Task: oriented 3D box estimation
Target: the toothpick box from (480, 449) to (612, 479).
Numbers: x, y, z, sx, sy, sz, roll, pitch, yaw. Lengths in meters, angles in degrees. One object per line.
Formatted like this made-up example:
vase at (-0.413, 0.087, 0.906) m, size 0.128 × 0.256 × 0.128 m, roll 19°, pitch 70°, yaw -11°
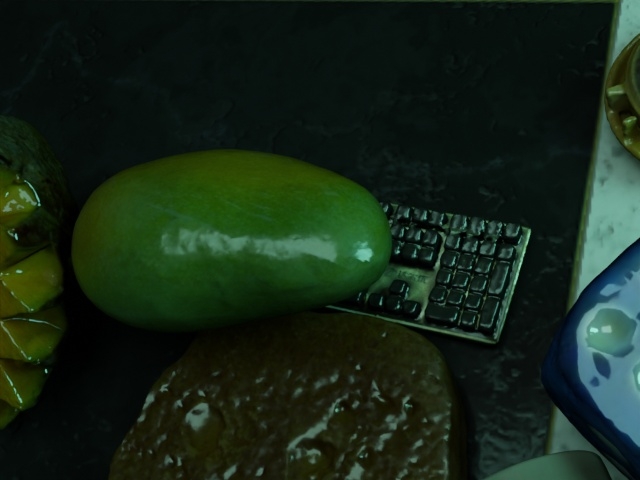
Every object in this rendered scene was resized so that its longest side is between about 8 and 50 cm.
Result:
toothpick box at (0.151, 0.226, 0.696) m, size 0.111 × 0.111 × 0.181 m, roll -24°, pitch 60°, yaw 7°

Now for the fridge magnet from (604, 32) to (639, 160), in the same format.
fridge magnet at (0.276, -0.111, 0.852) m, size 0.143 × 0.063 × 0.143 m, roll -10°, pitch 60°, yaw 18°

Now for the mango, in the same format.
mango at (-0.065, -0.005, 0.844) m, size 0.251 × 0.114 × 0.156 m, roll -7°, pitch 22°, yaw 27°

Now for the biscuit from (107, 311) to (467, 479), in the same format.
biscuit at (-0.026, 0.173, 0.824) m, size 0.257 × 0.049 × 0.273 m, roll 15°, pitch 67°, yaw 28°

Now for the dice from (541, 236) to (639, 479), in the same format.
dice at (0.229, 0.084, 0.727) m, size 0.146 × 0.146 × 0.143 m, roll -45°, pitch 61°, yaw -2°

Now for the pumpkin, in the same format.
pumpkin at (-0.218, 0.027, 0.926) m, size 0.130 × 0.254 × 0.149 m, roll 31°, pitch 35°, yaw 19°

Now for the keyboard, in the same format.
keyboard at (0.000, 0.000, 0.915) m, size 0.316 × 0.027 × 0.106 m, roll 10°, pitch 69°, yaw 24°
